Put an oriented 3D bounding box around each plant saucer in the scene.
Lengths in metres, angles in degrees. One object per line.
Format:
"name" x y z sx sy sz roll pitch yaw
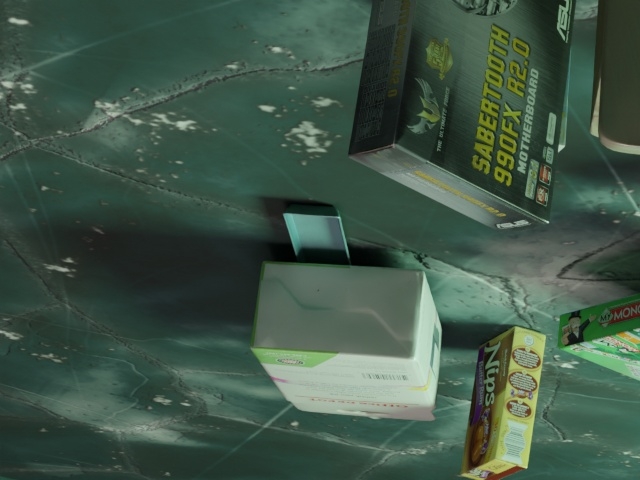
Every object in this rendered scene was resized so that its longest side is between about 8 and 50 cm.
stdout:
"plant saucer" 0.000 0.000 2.182 0.067 0.018 0.192 4 158 8

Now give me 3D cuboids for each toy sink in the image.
"toy sink" 0.290 -0.148 1.426 0.153 0.234 0.131 4 158 5

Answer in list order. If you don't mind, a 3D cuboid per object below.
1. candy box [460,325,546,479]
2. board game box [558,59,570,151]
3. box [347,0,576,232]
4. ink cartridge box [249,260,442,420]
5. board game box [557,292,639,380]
"candy box" 0.241 0.217 2.426 0.053 0.187 0.109 16 158 -16
"board game box" 0.148 -0.143 1.657 0.154 0.103 0.026 12 158 -15
"box" 0.120 -0.144 1.489 0.183 0.231 0.056 25 155 -37
"ink cartridge box" 0.044 0.134 2.352 0.207 0.119 0.353 3 163 9
"board game box" 0.467 0.132 2.173 0.317 0.046 0.213 22 154 -34
